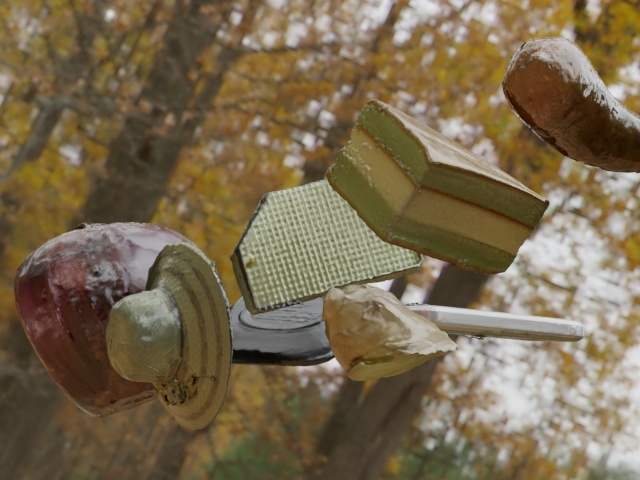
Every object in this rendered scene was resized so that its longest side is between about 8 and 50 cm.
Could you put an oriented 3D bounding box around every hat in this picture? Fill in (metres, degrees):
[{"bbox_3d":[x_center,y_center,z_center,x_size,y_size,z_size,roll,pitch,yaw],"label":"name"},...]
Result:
[{"bbox_3d":[-0.216,0.124,1.880,0.110,0.252,0.252,-4,6,-32],"label":"hat"}]

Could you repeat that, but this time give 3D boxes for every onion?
[{"bbox_3d":[-0.273,0.104,2.167,0.260,0.281,0.336,-21,-22,9],"label":"onion"}]

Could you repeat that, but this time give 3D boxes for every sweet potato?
[{"bbox_3d":[0.269,-0.129,1.503,0.097,0.097,0.292,15,-7,41],"label":"sweet potato"}]

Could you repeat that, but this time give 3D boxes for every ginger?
[{"bbox_3d":[0.079,0.102,1.702,0.193,0.115,0.122,6,52,-62],"label":"ginger"}]

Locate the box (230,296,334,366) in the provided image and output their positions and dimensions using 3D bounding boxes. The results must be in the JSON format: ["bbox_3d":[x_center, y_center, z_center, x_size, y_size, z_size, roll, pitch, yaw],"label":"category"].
[{"bbox_3d":[-0.046,0.114,2.013,0.213,0.201,0.042,3,-64,24],"label":"box"}]

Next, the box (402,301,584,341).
[{"bbox_3d":[0.232,0.119,2.128,0.285,0.044,0.142,7,-8,-29],"label":"box"}]

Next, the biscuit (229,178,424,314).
[{"bbox_3d":[0.000,0.000,1.899,0.252,0.150,0.052,-15,-12,-25],"label":"biscuit"}]

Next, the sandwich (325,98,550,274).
[{"bbox_3d":[0.130,-0.057,1.628,0.187,0.117,0.144,17,24,-34],"label":"sandwich"}]
